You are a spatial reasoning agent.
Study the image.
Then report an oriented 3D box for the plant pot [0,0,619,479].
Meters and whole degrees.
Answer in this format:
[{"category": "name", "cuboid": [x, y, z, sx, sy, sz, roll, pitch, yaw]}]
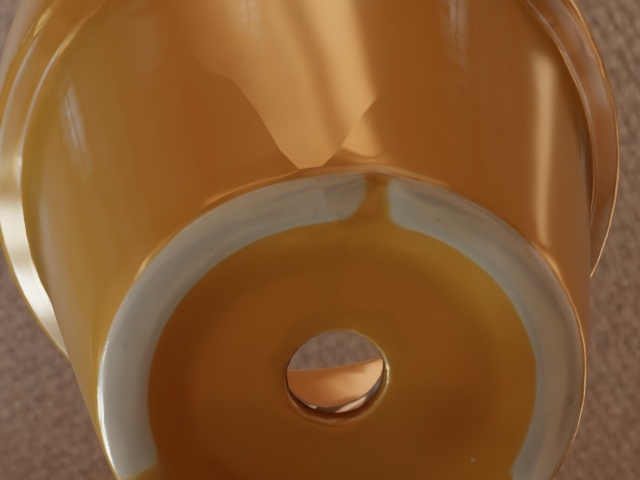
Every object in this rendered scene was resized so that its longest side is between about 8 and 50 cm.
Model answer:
[{"category": "plant pot", "cuboid": [0.000, 0.000, 0.580, 0.205, 0.188, 0.205, -2, 116, -4]}]
